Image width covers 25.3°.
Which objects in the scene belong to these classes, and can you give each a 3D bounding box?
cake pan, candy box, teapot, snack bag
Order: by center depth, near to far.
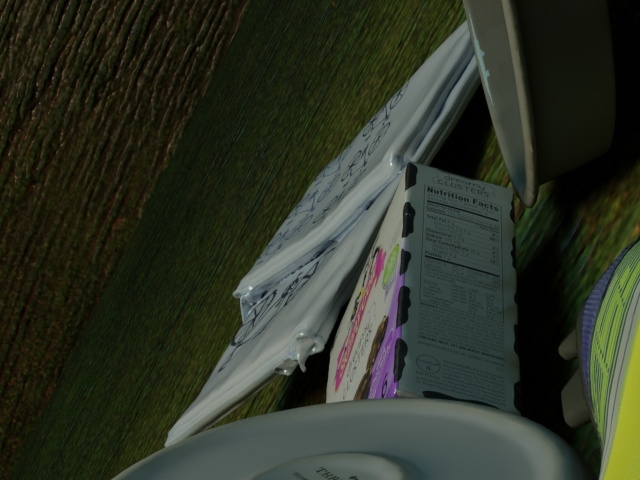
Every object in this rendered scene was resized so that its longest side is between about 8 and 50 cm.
[{"bbox_3d":[0.017,0.189,0.596,0.256,0.252,0.187,-47,-50,-71],"label":"teapot"},{"bbox_3d":[0.109,-0.166,0.808,0.293,0.054,0.293,-12,-90,-87],"label":"cake pan"},{"bbox_3d":[0.053,0.080,0.808,0.196,0.070,0.165,-83,10,-52],"label":"candy box"},{"bbox_3d":[0.000,0.000,1.121,0.343,0.037,0.323,-58,9,-31],"label":"snack bag"}]

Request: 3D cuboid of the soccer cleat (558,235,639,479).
[{"bbox_3d":[0.150,0.081,0.485,0.121,0.093,0.289,-49,21,28],"label":"soccer cleat"}]
